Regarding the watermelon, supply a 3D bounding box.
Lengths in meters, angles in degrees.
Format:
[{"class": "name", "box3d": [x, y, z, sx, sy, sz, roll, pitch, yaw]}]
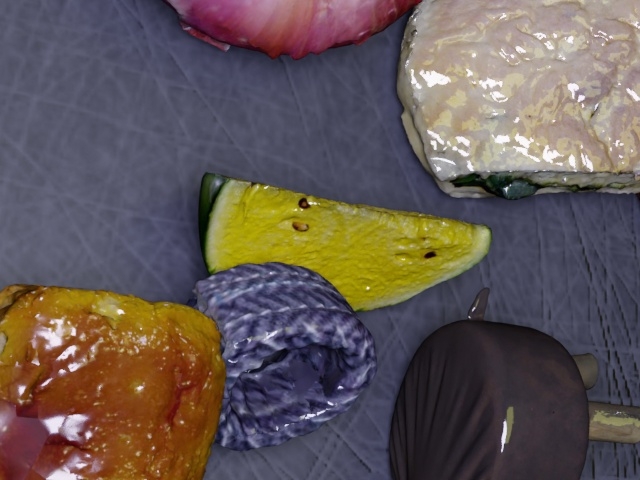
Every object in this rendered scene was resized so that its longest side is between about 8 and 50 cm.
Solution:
[{"class": "watermelon", "box3d": [-0.004, 0.010, 0.921, 0.181, 0.092, 0.075, 11, 87, -34]}]

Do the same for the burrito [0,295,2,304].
[{"class": "burrito", "box3d": [-0.267, 0.073, 0.766, 0.144, 0.089, 0.229, 42, 60, -10]}]

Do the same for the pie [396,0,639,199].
[{"class": "pie", "box3d": [0.154, -0.115, 1.025, 0.218, 0.052, 0.185, 1, 79, -8]}]

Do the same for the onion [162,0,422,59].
[{"class": "onion", "box3d": [-0.027, -0.224, 0.930, 0.230, 0.163, 0.230, -11, 123, -17]}]

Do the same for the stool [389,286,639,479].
[{"class": "stool", "box3d": [0.103, 0.140, 0.930, 0.121, 0.125, 0.217, 14, 82, -27]}]

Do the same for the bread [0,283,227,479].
[{"class": "bread", "box3d": [-0.127, 0.157, 0.797, 0.139, 0.077, 0.270, 11, 89, -31]}]

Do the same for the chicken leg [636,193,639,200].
[{"class": "chicken leg", "box3d": [0.268, -0.027, 1.096, 0.106, 0.051, 0.253, -25, 94, -35]}]

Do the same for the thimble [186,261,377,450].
[{"class": "thimble", "box3d": [-0.027, 0.065, 0.885, 0.104, 0.066, 0.095, 11, 118, -37]}]
